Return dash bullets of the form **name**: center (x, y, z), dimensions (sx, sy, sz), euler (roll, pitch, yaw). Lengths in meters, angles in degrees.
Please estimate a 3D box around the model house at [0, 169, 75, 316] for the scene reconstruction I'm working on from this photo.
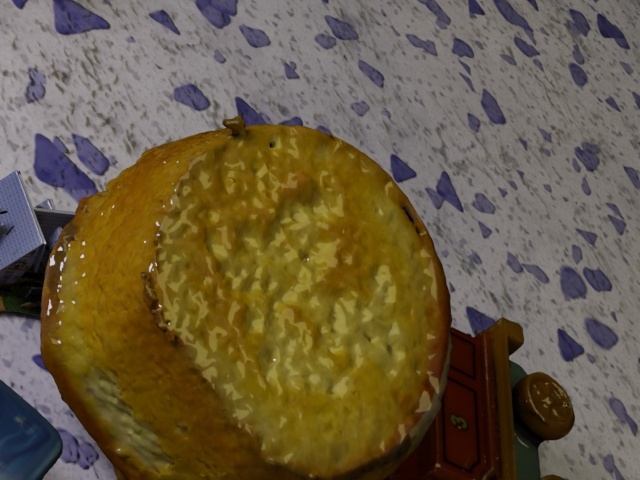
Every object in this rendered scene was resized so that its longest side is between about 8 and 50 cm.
- **model house**: center (-0.271, 0.003, 1.543), dimensions (0.167, 0.088, 0.117), euler (8, 49, -45)

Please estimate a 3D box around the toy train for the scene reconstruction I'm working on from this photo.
- **toy train**: center (0.138, 0.218, 1.729), dimensions (0.231, 0.163, 0.369), euler (26, 40, -22)

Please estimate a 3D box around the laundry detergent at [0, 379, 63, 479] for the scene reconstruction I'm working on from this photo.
- **laundry detergent**: center (-0.349, 0.113, 1.337), dimensions (0.290, 0.094, 0.143), euler (45, 37, -6)

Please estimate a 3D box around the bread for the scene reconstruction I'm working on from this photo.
- **bread**: center (-0.055, 0.082, 1.531), dimensions (0.398, 0.215, 0.398), euler (13, 68, -34)
